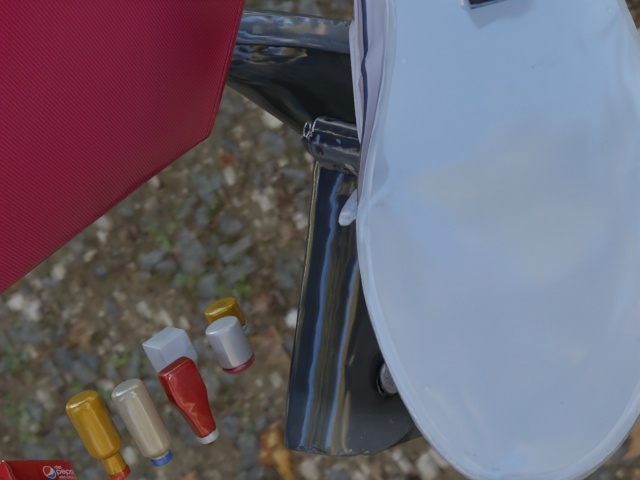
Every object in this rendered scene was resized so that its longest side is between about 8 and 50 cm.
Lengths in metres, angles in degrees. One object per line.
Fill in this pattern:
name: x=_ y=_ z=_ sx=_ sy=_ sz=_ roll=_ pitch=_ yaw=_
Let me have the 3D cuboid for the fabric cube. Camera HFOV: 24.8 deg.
fabric cube: x=-0.197 y=-0.156 z=0.721 sx=0.259 sy=0.258 sz=0.254 roll=27 pitch=126 yaw=14

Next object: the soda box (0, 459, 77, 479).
soda box: x=-0.329 y=0.321 z=1.407 sx=0.263 sy=0.083 sz=0.092 roll=-45 pitch=58 yaw=25

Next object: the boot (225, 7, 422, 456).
boot: x=0.002 y=0.000 z=1.482 sx=0.146 sy=0.367 sz=0.445 roll=17 pitch=102 yaw=47

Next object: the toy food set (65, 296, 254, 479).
toy food set: x=-0.152 y=0.168 z=1.613 sx=0.111 sy=0.232 sz=0.105 roll=6 pitch=125 yaw=53

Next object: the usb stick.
usb stick: x=0.113 y=-0.052 z=1.194 sx=0.278 sy=0.077 sz=0.045 roll=17 pitch=88 yaw=28

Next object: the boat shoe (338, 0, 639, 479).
boat shoe: x=0.068 y=-0.070 z=0.653 sx=0.135 sy=0.156 sz=0.367 roll=-12 pitch=78 yaw=5
